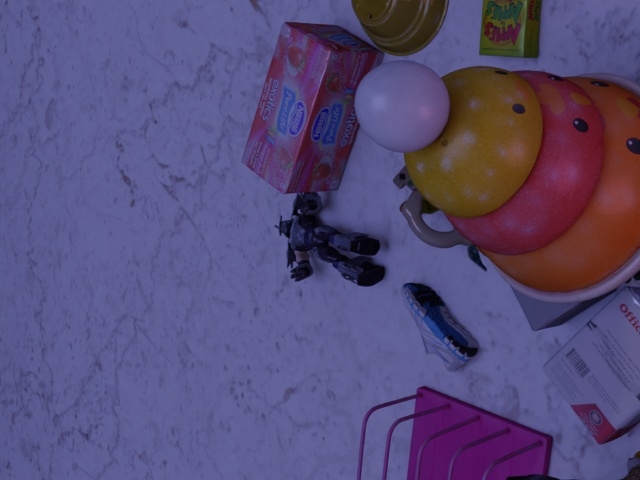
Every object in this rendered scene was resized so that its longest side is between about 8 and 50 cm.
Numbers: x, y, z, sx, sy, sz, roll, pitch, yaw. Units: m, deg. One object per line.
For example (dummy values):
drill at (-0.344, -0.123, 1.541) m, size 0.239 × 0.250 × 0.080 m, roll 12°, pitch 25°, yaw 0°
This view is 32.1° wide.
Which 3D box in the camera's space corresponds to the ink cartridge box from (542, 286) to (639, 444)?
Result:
ink cartridge box at (0.477, 0.187, 1.727) m, size 0.159 × 0.092 × 0.218 m, roll 56°, pitch 131°, yaw 24°

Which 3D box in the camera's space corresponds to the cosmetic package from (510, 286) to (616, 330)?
cosmetic package at (0.362, 0.015, 1.816) m, size 0.127 × 0.107 × 0.238 m, roll -38°, pitch 71°, yaw 40°

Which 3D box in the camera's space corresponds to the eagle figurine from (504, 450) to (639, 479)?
eagle figurine at (0.464, 0.399, 1.693) m, size 0.298 × 0.225 × 0.226 m, roll -34°, pitch 71°, yaw 23°

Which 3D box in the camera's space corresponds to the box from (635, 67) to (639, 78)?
box at (0.535, -0.235, 1.608) m, size 0.087 × 0.102 × 0.101 m, roll -47°, pitch 64°, yaw 40°

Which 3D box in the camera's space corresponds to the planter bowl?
planter bowl at (0.121, -0.444, 2.006) m, size 0.217 × 0.090 × 0.217 m, roll 7°, pitch 101°, yaw 44°

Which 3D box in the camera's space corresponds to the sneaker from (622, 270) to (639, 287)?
sneaker at (0.524, 0.027, 1.637) m, size 0.330 × 0.147 × 0.130 m, roll 38°, pitch 117°, yaw 59°

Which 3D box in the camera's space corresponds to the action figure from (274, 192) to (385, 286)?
action figure at (0.000, 0.000, 2.182) m, size 0.285 × 0.099 × 0.185 m, roll 21°, pitch 119°, yaw 46°

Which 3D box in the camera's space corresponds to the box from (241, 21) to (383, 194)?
box at (-0.019, -0.252, 2.127) m, size 0.142 × 0.154 × 0.300 m, roll 38°, pitch 119°, yaw 36°

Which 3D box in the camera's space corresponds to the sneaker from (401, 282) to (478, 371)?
sneaker at (0.200, 0.161, 2.022) m, size 0.191 × 0.071 × 0.083 m, roll 54°, pitch 134°, yaw 26°

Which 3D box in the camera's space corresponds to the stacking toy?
stacking toy at (0.234, -0.121, 1.518) m, size 0.350 × 0.479 × 0.351 m, roll -18°, pitch 65°, yaw 43°

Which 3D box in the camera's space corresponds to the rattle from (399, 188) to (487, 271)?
rattle at (0.229, -0.010, 1.976) m, size 0.199 × 0.130 × 0.143 m, roll 37°, pitch 144°, yaw 1°

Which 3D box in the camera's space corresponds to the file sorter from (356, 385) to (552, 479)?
file sorter at (0.223, 0.410, 1.948) m, size 0.290 × 0.182 × 0.202 m, roll 17°, pitch 107°, yaw 43°

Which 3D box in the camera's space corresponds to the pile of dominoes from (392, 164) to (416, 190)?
pile of dominoes at (0.235, -0.165, 1.882) m, size 0.251 × 0.040 × 0.196 m, roll 18°, pitch 77°, yaw 50°

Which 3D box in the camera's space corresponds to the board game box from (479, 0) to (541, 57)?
board game box at (0.318, -0.397, 1.846) m, size 0.092 × 0.043 × 0.181 m, roll 13°, pitch 104°, yaw 43°
